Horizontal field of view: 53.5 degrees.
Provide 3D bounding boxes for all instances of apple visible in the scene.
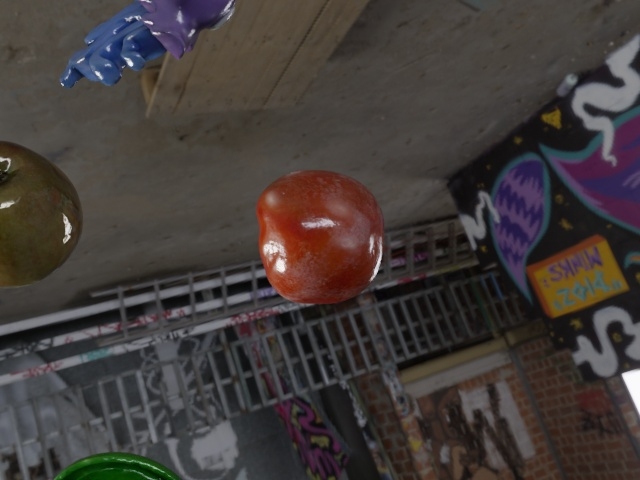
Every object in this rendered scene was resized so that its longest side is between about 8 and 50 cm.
[{"bbox_3d":[-0.543,-0.052,1.095,0.256,0.257,0.234,-11,148,-32],"label":"apple"}]

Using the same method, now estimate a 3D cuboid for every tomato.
[{"bbox_3d":[0.000,0.000,0.811,0.151,0.187,0.187,15,-179,25],"label":"tomato"}]

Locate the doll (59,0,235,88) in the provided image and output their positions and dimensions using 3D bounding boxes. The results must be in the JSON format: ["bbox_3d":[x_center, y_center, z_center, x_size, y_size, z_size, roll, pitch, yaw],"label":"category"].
[{"bbox_3d":[-0.141,-0.182,0.533,0.205,0.110,0.067,-21,140,23],"label":"doll"}]

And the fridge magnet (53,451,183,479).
[{"bbox_3d":[-0.252,0.363,0.799,0.208,0.208,0.088,-21,-167,6],"label":"fridge magnet"}]
